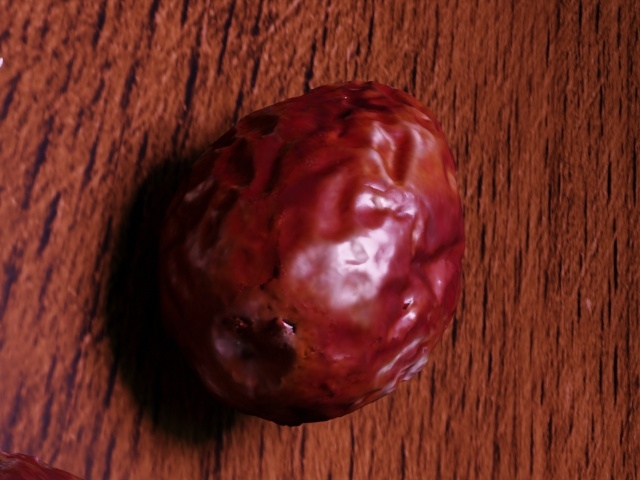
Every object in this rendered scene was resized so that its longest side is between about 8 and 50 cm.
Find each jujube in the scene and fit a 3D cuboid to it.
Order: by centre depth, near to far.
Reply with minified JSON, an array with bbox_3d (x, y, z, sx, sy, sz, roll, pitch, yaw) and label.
[{"bbox_3d":[0.000,0.000,1.278,0.197,0.197,0.290,60,29,-20],"label":"jujube"}]

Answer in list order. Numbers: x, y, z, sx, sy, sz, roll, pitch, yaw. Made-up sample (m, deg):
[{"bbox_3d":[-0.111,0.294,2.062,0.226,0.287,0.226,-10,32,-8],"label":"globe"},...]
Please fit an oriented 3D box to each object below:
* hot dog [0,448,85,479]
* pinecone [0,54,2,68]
[{"bbox_3d":[-0.123,0.269,0.901,0.267,0.174,0.387,38,41,-29],"label":"hot dog"},{"bbox_3d":[-0.272,-0.175,0.740,0.384,0.384,0.384,38,42,-45],"label":"pinecone"}]
